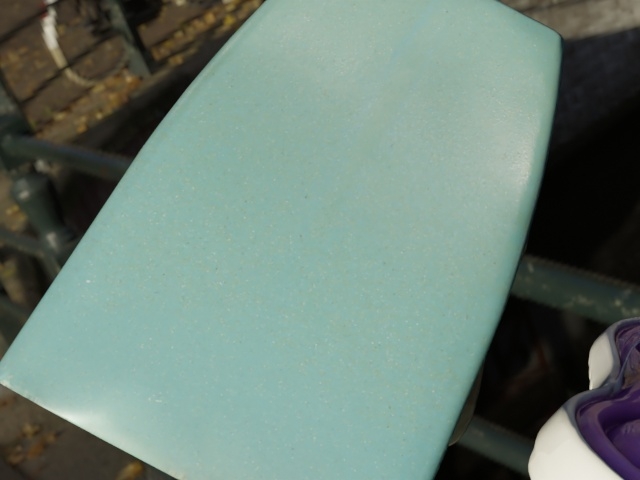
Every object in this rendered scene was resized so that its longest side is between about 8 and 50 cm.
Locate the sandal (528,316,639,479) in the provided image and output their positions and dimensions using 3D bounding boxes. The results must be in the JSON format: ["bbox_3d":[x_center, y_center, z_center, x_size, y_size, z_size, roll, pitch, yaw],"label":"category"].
[{"bbox_3d":[0.241,0.099,0.769,0.102,0.169,0.416,-58,-13,18],"label":"sandal"}]

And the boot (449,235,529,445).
[{"bbox_3d":[0.037,0.041,1.015,0.229,0.091,0.263,0,68,54],"label":"boot"}]

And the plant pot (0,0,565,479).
[{"bbox_3d":[0.000,0.000,0.569,0.234,0.166,0.165,-63,-2,-10],"label":"plant pot"}]
